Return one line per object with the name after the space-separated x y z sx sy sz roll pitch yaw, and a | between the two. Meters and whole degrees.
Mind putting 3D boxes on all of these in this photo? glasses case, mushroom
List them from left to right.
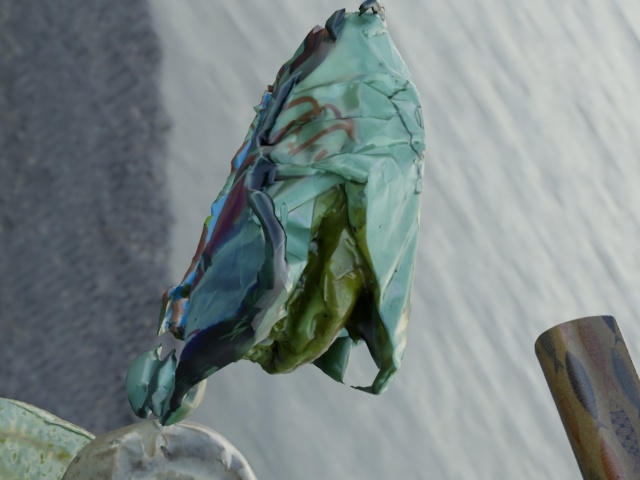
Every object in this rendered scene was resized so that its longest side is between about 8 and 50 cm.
-0.122 0.214 1.446 0.166 0.166 0.127 53 -6 -14 | mushroom
0.213 0.137 1.403 0.041 0.064 0.170 73 -1 -61 | glasses case

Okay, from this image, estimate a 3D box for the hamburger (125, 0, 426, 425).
0.001 0.008 1.164 0.150 0.260 0.276 26 55 -5 | hamburger

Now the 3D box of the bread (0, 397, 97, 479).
-0.270 0.235 1.662 0.257 0.186 0.124 30 -17 17 | bread
